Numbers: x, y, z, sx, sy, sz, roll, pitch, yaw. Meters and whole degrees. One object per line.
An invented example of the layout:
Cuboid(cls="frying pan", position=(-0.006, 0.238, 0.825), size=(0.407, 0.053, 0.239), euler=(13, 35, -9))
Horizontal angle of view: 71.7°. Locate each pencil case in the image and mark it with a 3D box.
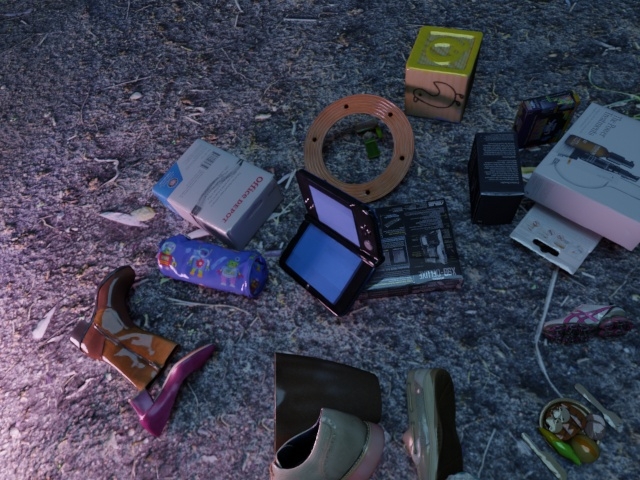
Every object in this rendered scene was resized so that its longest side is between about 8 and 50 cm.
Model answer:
Cuboid(cls="pencil case", position=(-0.298, 0.065, 1.228), size=(0.307, 0.119, 0.133), euler=(12, 84, 15))

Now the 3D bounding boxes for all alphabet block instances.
Cuboid(cls="alphabet block", position=(0.375, -0.511, 1.370), size=(0.193, 0.197, 0.193), euler=(13, 66, 17))

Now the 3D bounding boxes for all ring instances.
Cuboid(cls="ring", position=(0.112, -0.273, 1.332), size=(0.337, 0.032, 0.336), euler=(-2, 85, 17))

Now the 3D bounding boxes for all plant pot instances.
Cuboid(cls="plant pot", position=(0.012, 0.358, 0.991), size=(0.231, 0.215, 0.215), euler=(1, 62, -7))

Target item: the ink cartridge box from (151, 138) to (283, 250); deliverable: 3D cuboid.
Cuboid(cls="ink cartridge box", position=(-0.305, -0.140, 1.333), size=(0.308, 0.129, 0.223), euler=(28, 70, 22))

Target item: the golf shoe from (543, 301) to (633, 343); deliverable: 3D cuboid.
Cuboid(cls="golf shoe", position=(0.615, 0.191, 1.041), size=(0.186, 0.067, 0.085), euler=(-8, 35, 6))

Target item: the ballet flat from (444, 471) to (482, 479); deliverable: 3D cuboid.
Cuboid(cls="ballet flat", position=(0.388, 0.583, 0.786), size=(0.409, 0.147, 0.146), euler=(29, 70, 10))

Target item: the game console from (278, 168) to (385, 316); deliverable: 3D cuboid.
Cuboid(cls="game console", position=(0.000, 0.000, 1.117), size=(0.173, 0.250, 0.293), euler=(-37, 47, -20))

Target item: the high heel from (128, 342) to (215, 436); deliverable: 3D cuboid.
Cuboid(cls="high heel", position=(-0.347, 0.370, 1.116), size=(0.244, 0.082, 0.117), euler=(-37, 91, -24))

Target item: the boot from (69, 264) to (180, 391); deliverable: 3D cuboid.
Cuboid(cls="boot", position=(-0.503, 0.226, 1.195), size=(0.281, 0.096, 0.264), euler=(22, 68, 19))

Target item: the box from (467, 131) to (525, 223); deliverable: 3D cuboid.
Cuboid(cls="box", position=(0.468, -0.167, 1.199), size=(0.108, 0.153, 0.206), euler=(1, 64, 10))

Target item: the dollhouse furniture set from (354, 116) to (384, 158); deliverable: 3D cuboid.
Cuboid(cls="dollhouse furniture set", position=(0.159, -0.330, 1.413), size=(0.076, 0.058, 0.151), euler=(-17, 41, 9))

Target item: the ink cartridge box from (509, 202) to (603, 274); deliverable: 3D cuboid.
Cuboid(cls="ink cartridge box", position=(0.632, -0.034, 1.160), size=(0.181, 0.056, 0.224), euler=(37, 78, 24))

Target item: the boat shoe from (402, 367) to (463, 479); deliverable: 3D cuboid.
Cuboid(cls="boat shoe", position=(0.235, 0.433, 0.961), size=(0.098, 0.109, 0.301), euler=(-16, 67, 43))

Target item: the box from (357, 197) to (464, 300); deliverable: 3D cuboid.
Cuboid(cls="box", position=(0.203, 0.024, 1.187), size=(0.308, 0.076, 0.242), euler=(-8, 62, 6))

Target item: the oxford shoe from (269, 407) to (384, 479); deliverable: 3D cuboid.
Cuboid(cls="oxford shoe", position=(-0.044, 0.469, 0.876), size=(0.147, 0.140, 0.396), euler=(33, 107, -8))

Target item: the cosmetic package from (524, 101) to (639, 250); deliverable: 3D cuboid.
Cuboid(cls="cosmetic package", position=(0.751, -0.183, 1.150), size=(0.285, 0.097, 0.377), euler=(36, 61, 22))

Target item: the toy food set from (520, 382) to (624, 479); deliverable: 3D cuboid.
Cuboid(cls="toy food set", position=(0.541, 0.403, 0.949), size=(0.192, 0.038, 0.132), euler=(-37, 63, -10))

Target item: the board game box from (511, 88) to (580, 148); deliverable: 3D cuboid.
Cuboid(cls="board game box", position=(0.624, -0.335, 1.249), size=(0.141, 0.170, 0.048), euler=(-12, 63, 4))
